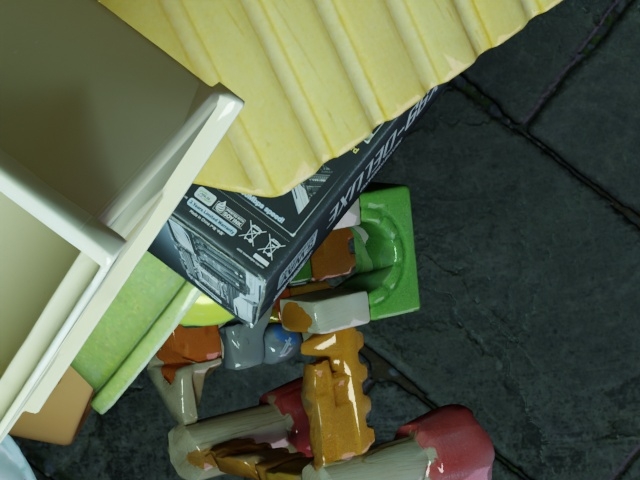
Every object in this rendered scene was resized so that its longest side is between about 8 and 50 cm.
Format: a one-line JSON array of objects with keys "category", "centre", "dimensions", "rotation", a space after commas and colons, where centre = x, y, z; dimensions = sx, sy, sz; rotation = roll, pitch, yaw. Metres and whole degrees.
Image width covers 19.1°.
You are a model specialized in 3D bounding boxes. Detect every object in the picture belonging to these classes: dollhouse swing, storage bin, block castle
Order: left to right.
[{"category": "storage bin", "centre": [-0.209, -0.026, 0.753], "dimensions": [0.260, 0.262, 0.123], "rotation": [-53, -179, 40]}, {"category": "block castle", "centre": [0.000, 0.000, 1.643], "dimensions": [0.212, 0.453, 0.303], "rotation": [-12, -171, -34]}, {"category": "dollhouse swing", "centre": [0.030, -0.210, 0.854], "dimensions": [0.347, 0.305, 0.315], "rotation": [-35, -169, -20]}]

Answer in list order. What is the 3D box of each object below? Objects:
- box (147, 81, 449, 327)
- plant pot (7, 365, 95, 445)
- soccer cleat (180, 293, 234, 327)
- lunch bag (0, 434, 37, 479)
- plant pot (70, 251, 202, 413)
[{"category": "box", "centre": [-0.086, -0.139, 1.068], "dimensions": [0.242, 0.307, 0.076], "rotation": [-52, 173, -22]}, {"category": "plant pot", "centre": [-0.235, 0.022, 1.412], "dimensions": [0.291, 0.203, 0.291], "rotation": [-64, -178, 4]}, {"category": "soccer cleat", "centre": [-0.177, -0.034, 1.543], "dimensions": [0.093, 0.289, 0.121], "rotation": [-44, 162, -28]}, {"category": "lunch bag", "centre": [-0.370, 0.213, 1.548], "dimensions": [0.160, 0.262, 0.223], "rotation": [-28, -162, 52]}, {"category": "plant pot", "centre": [-0.160, -0.074, 1.197], "dimensions": [0.276, 0.254, 0.276], "rotation": [-54, -175, 7]}]
